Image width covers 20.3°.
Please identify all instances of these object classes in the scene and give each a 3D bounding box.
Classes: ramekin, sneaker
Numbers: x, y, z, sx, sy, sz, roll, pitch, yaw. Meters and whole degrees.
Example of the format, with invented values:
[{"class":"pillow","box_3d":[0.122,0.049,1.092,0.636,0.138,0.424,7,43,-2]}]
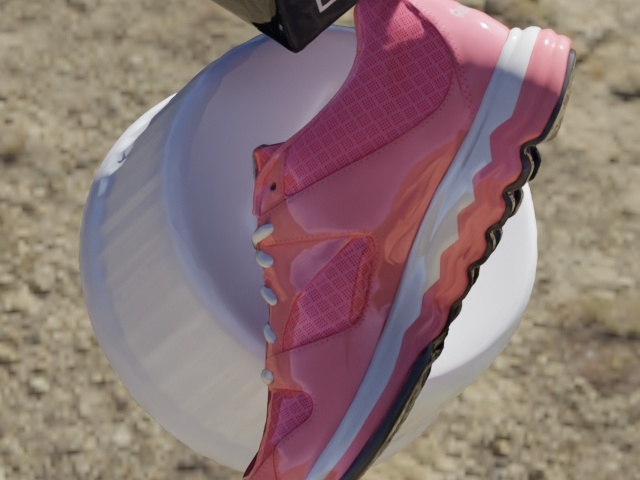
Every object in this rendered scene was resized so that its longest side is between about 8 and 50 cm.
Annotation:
[{"class":"ramekin","box_3d":[0.000,0.000,1.119,0.277,0.135,0.277,9,66,-21]},{"class":"sneaker","box_3d":[0.012,0.011,0.945,0.136,0.314,0.116,28,6,8]}]

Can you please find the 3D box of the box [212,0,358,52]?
[{"class":"box","box_3d":[0.004,-0.326,1.034,0.294,0.296,0.182,-39,49,-18]}]
